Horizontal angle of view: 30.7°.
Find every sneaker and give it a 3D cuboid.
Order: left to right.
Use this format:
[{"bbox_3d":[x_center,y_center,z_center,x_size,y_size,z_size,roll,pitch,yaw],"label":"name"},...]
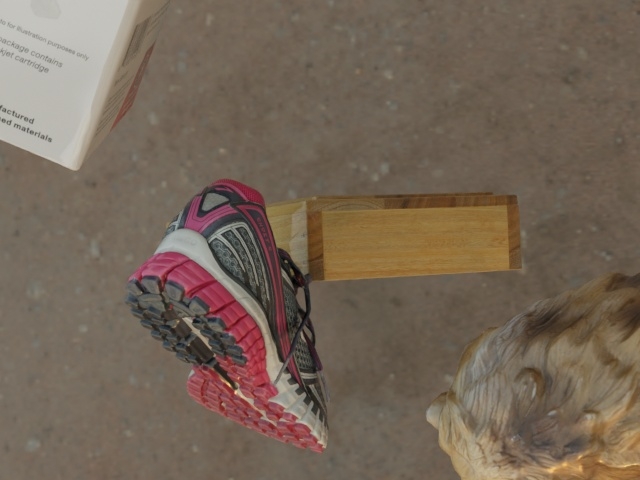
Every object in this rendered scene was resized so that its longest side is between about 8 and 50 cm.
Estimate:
[{"bbox_3d":[-0.044,0.075,0.918,0.120,0.299,0.112,17,62,23],"label":"sneaker"}]

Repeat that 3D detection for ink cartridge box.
[{"bbox_3d":[-0.146,-0.210,0.767,0.197,0.114,0.273,-86,19,-71],"label":"ink cartridge box"}]

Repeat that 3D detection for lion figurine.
[{"bbox_3d":[0.270,0.115,0.610,0.392,0.240,0.142,23,129,33],"label":"lion figurine"}]

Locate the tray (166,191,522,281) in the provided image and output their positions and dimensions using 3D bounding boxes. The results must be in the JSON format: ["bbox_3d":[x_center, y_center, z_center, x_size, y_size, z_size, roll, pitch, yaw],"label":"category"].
[{"bbox_3d":[0.000,0.000,1.161,0.411,0.202,0.076,178,89,-66],"label":"tray"}]
